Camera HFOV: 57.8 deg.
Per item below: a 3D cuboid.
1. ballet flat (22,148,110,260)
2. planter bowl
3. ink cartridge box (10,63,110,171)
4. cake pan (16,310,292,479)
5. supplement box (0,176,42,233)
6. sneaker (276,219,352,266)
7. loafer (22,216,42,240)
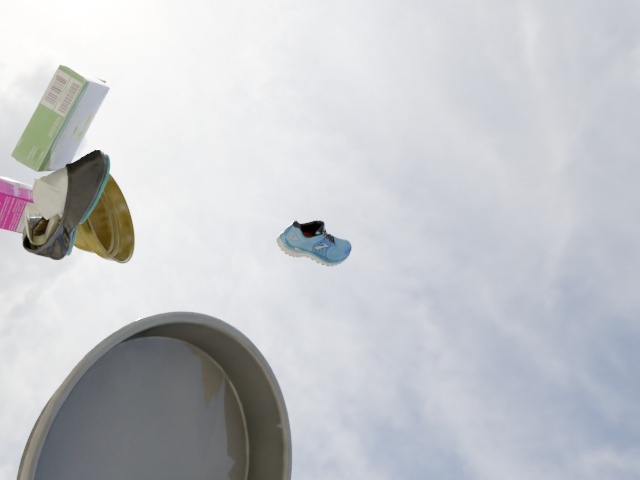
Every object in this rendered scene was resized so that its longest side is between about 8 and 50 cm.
[{"bbox_3d":[-0.447,-0.053,0.991,0.280,0.096,0.095,-48,-131,38],"label":"ballet flat"},{"bbox_3d":[-0.477,-0.044,1.207,0.090,0.217,0.217,-16,-93,5],"label":"planter bowl"},{"bbox_3d":[-0.431,-0.209,1.021,0.056,0.235,0.171,31,-83,-5],"label":"ink cartridge box"},{"bbox_3d":[-0.140,0.213,0.534,0.054,0.293,0.293,-10,-89,38],"label":"cake pan"},{"bbox_3d":[-0.881,-0.101,1.624,0.114,0.220,0.111,-60,-142,15],"label":"supplement box"},{"bbox_3d":[0.000,0.000,1.093,0.073,0.162,0.063,-56,-136,28],"label":"sneaker"},{"bbox_3d":[-0.554,-0.018,1.176,0.050,0.148,0.056,-44,-98,5],"label":"loafer"}]
